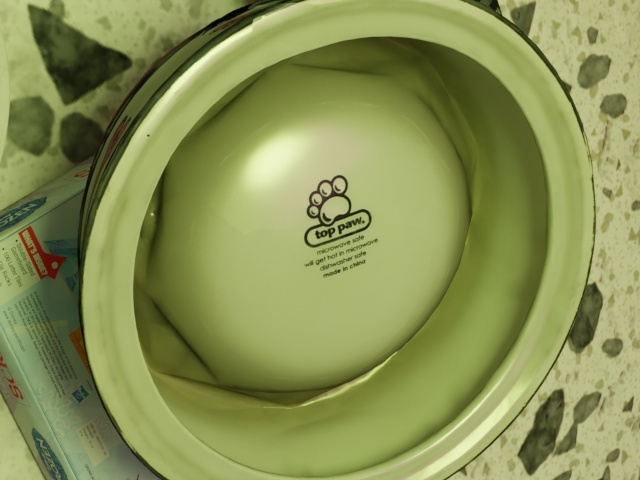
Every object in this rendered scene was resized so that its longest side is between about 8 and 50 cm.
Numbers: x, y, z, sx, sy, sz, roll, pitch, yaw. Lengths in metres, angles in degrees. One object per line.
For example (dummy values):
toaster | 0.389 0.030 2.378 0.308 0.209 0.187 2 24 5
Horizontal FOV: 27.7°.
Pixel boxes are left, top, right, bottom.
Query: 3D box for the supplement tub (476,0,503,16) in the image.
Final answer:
supplement tub | 0.044 -0.228 1.120 0.193 0.193 0.316 -41 121 -31

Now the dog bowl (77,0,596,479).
dog bowl | 0.000 0.000 0.981 0.407 0.150 0.408 -9 112 -22

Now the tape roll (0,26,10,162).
tape roll | -0.380 -0.080 0.769 0.392 0.072 0.392 -14 118 -29

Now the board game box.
board game box | -0.118 0.069 1.095 0.318 0.066 0.319 -35 117 -33
